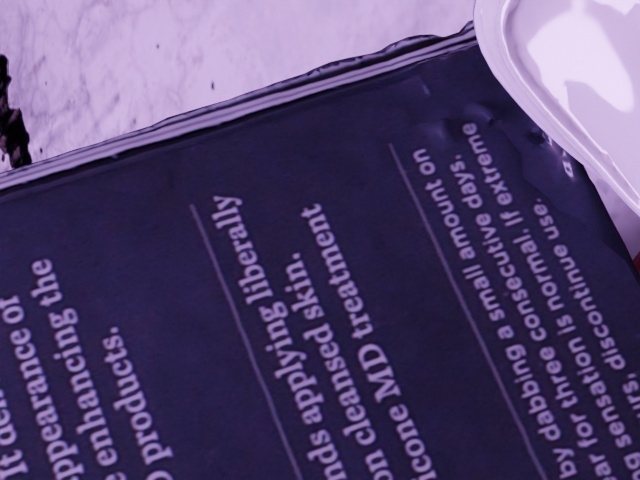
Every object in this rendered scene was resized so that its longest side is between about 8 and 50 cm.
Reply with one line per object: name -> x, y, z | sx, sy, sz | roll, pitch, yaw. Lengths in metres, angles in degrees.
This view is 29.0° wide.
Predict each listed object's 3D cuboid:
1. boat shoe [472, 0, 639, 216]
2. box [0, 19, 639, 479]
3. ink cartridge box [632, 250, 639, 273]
boat shoe -> 0.146, -0.010, 0.358 | 0.267, 0.088, 0.096 | 41, 127, 16
box -> -0.114, 0.195, 0.582 | 0.480, 0.471, 0.297 | 103, 147, -67
ink cartridge box -> 0.294, 0.014, 0.403 | 0.306, 0.131, 0.226 | 40, 126, 13
